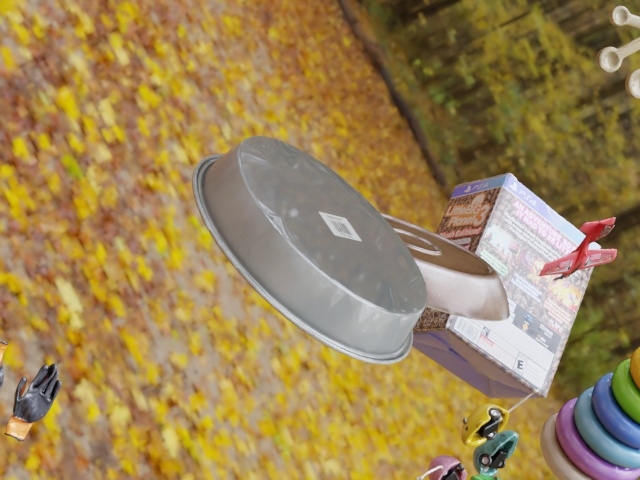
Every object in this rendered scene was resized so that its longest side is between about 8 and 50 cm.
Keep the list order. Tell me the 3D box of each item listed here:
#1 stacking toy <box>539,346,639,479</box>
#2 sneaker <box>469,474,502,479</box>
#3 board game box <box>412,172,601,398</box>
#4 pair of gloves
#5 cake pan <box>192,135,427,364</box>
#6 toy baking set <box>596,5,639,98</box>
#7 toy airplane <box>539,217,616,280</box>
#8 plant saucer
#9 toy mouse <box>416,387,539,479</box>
[{"bbox_3d":[0.417,0.188,1.507,0.141,0.330,0.141,18,39,-16],"label":"stacking toy"},{"bbox_3d":[0.088,0.278,0.875,0.146,0.134,0.344,30,22,24],"label":"sneaker"},{"bbox_3d":[0.293,0.079,1.951,0.232,0.141,0.291,36,66,-24],"label":"board game box"},{"bbox_3d":[-0.268,0.127,1.019,0.083,0.074,0.010,30,-2,-25],"label":"pair of gloves"},{"bbox_3d":[0.000,0.000,1.225,0.293,0.054,0.293,37,22,-18],"label":"cake pan"},{"bbox_3d":[0.411,-0.279,1.390,0.030,0.197,0.256,-159,-119,-75],"label":"toy baking set"},{"bbox_3d":[0.390,0.013,1.774,0.028,0.151,0.151,63,8,27],"label":"toy airplane"},{"bbox_3d":[0.111,0.019,1.558,0.311,0.050,0.310,20,12,-4],"label":"plant saucer"},{"bbox_3d":[0.161,0.235,1.287,0.031,0.161,0.143,42,-33,37],"label":"toy mouse"}]
